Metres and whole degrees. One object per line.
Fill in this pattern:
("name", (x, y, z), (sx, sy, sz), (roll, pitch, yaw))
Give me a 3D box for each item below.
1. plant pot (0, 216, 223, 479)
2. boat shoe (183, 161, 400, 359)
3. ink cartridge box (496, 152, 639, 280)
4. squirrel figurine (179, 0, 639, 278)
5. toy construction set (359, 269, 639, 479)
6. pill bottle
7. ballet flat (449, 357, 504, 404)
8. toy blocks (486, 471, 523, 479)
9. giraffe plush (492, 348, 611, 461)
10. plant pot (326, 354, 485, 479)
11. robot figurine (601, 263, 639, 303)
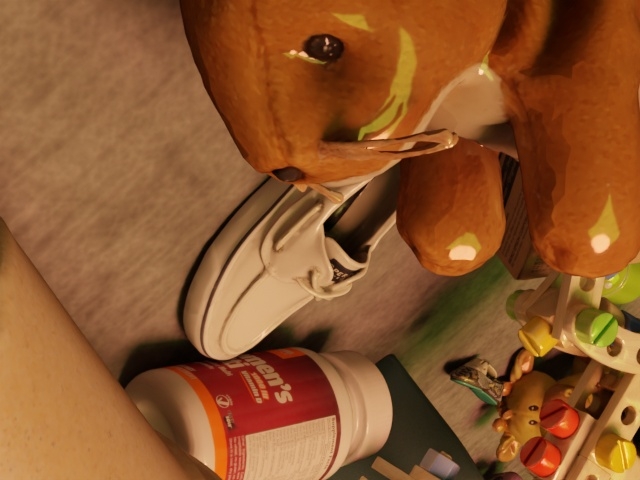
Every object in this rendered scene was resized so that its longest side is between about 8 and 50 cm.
("plant pot", (-0.221, 0.147, 0.579), (0.334, 0.334, 0.305), (-29, 131, -18))
("boat shoe", (0.000, 0.000, 0.797), (0.267, 0.088, 0.096), (-49, 144, 8))
("ink cartridge box", (0.283, -0.072, 0.957), (0.234, 0.088, 0.193), (-6, 132, -22))
("squirrel figurine", (0.105, -0.174, 0.613), (0.370, 0.281, 0.397), (8, 91, -24))
("toy construction set", (0.193, 0.156, 0.891), (0.215, 0.151, 0.328), (37, 95, -26))
("pill bottle", (-0.050, 0.154, 0.878), (0.221, 0.121, 0.121), (-4, 130, -43))
("ballet flat", (0.176, 0.153, 1.172), (0.041, 0.041, 0.114), (-47, 144, 5))
("toy blocks", (0.226, 0.492, 1.452), (0.288, 0.309, 0.260), (-34, 178, 8))
("giraffe plush", (0.296, 0.198, 1.251), (0.170, 0.181, 0.210), (8, 157, -35))
("plant pot", (0.086, 0.276, 1.037), (0.165, 0.234, 0.166), (-33, 144, -13))
("robot figurine", (0.318, 0.033, 1.150), (0.115, 0.067, 0.101), (17, 96, -50))
